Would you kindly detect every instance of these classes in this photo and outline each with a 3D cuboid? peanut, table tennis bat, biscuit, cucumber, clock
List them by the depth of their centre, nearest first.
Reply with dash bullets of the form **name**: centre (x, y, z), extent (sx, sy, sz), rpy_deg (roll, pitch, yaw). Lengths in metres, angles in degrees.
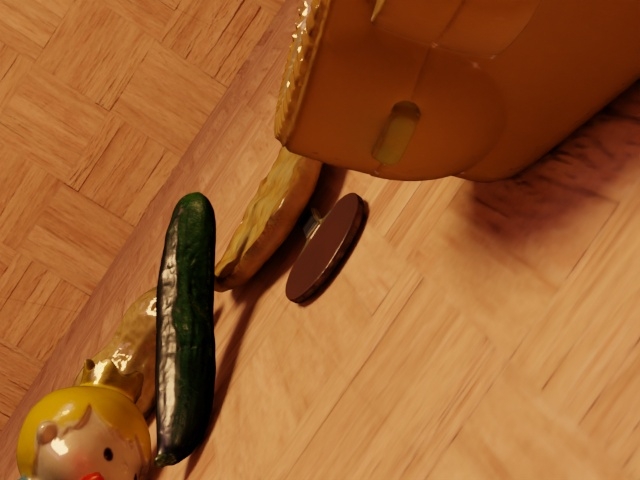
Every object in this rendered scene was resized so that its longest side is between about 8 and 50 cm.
- **clock**: centre (0.079, -0.158, 0.539), extent (0.317, 0.200, 0.244), rpy_deg (120, 167, -58)
- **table tennis bat**: centre (0.000, 0.000, 0.861), extent (0.095, 0.014, 0.158), rpy_deg (-57, 13, 7)
- **cucumber**: centre (-0.112, 0.068, 0.928), extent (0.056, 0.056, 0.284), rpy_deg (-47, 32, 39)
- **biscuit**: centre (-0.044, -0.032, 1.031), extent (0.203, 0.041, 0.260), rpy_deg (-56, 9, -4)
- **peanut**: centre (-0.181, 0.118, 1.101), extent (0.192, 0.089, 0.089), rpy_deg (-56, 13, 9)

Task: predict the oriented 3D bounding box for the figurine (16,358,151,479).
- **figurine**: centre (-0.200, 0.203, 0.897), extent (0.234, 0.127, 0.185), rpy_deg (-52, 14, -26)
